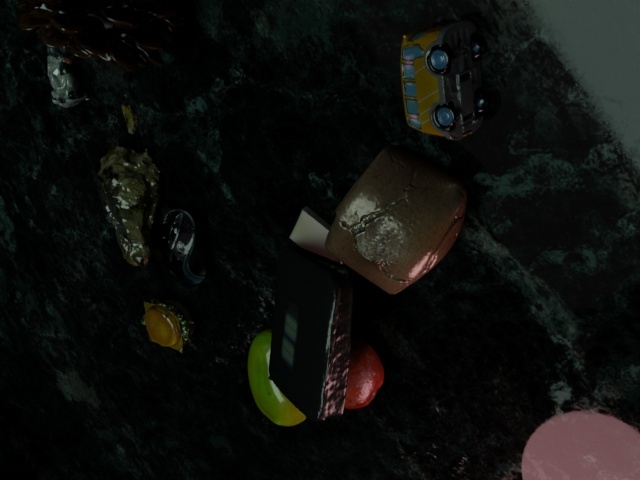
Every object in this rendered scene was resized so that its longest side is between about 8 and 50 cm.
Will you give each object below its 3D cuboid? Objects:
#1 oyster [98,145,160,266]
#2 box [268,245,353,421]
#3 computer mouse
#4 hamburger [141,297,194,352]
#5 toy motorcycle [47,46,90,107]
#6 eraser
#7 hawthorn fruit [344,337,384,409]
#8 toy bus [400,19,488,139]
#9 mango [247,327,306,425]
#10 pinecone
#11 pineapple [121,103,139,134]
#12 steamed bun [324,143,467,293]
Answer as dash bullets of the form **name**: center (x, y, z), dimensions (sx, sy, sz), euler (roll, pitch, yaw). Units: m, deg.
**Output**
- **oyster**: center (-0.533, -0.092, 2.064), dimensions (0.197, 0.133, 0.337), euler (12, 116, 41)
- **box**: center (-0.028, 0.204, 1.709), dimensions (0.359, 0.091, 0.350), euler (-157, 71, -64)
- **computer mouse**: center (-0.378, 0.022, 2.029), dimensions (0.137, 0.096, 0.233), euler (19, 125, 29)
- **hamburger**: center (-0.450, 0.243, 2.207), dimensions (0.189, 0.093, 0.164), euler (22, 123, 25)
- **toy motorcycle**: center (-0.691, -0.453, 2.009), dimensions (0.150, 0.102, 0.221), euler (38, 133, 31)
- **eraser**: center (0.000, 0.000, 1.777), dimensions (0.150, 0.023, 0.104), euler (39, 132, 14)
- **hawthorn fruit**: center (0.072, 0.325, 1.798), dimensions (0.172, 0.173, 0.173), euler (18, 123, 29)
- **toy bus**: center (0.221, -0.299, 1.379), dimensions (0.136, 0.126, 0.210), euler (13, 122, 42)
- **mango**: center (-0.110, 0.362, 1.977), dimensions (0.185, 0.149, 0.273), euler (-14, 99, 49)
- **pinecone**: center (-0.472, -0.559, 1.591), dimensions (0.397, 0.397, 0.398), euler (18, 123, 29)
- **pineapple**: center (-0.509, -0.327, 1.990), dimensions (0.045, 0.019, 0.083), euler (4, 113, 39)
- **steamed bun**: center (0.141, -0.029, 1.532), dimensions (0.251, 0.199, 0.301), euler (39, 131, 13)
